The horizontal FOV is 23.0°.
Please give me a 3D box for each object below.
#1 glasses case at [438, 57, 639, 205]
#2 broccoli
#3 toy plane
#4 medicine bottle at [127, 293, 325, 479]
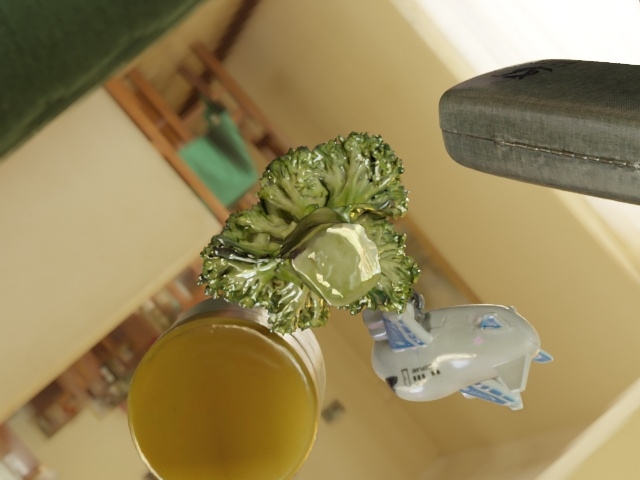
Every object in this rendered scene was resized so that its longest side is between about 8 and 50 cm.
[{"bbox_3d":[0.230,-0.085,1.196,0.131,0.074,0.323,-20,-159,-31],"label":"glasses case"},{"bbox_3d":[0.023,-0.002,1.741,0.252,0.221,0.361,-15,-174,-23],"label":"broccoli"},{"bbox_3d":[0.172,0.147,2.029,0.267,0.267,0.123,-40,-152,60],"label":"toy plane"},{"bbox_3d":[-0.113,0.197,2.026,0.238,0.238,0.232,-41,-178,8],"label":"medicine bottle"}]
